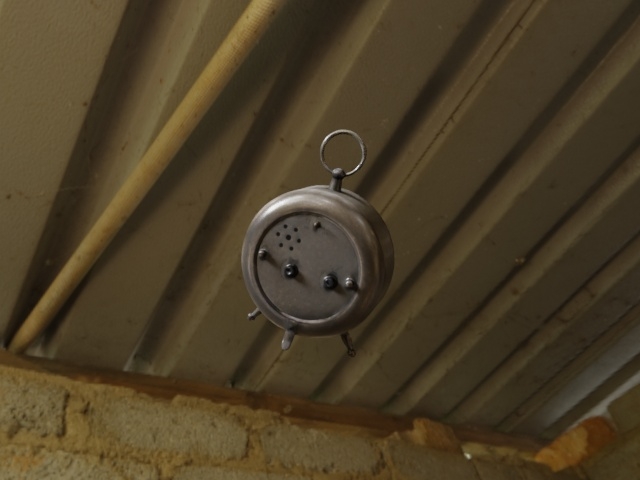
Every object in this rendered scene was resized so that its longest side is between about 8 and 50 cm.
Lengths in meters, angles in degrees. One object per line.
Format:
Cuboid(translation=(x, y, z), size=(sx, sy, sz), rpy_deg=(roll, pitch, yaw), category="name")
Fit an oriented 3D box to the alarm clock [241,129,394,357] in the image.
Cuboid(translation=(0.000, 0.000, 0.477), size=(0.129, 0.064, 0.192), rpy_deg=(16, -79, 15), category="alarm clock")
